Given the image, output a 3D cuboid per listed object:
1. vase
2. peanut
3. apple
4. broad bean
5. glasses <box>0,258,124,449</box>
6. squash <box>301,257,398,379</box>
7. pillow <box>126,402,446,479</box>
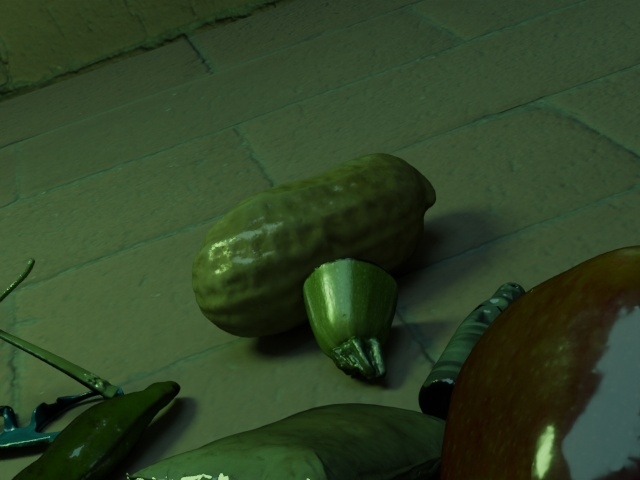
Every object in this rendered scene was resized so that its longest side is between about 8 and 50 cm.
[{"bbox_3d":[0.157,0.103,1.293,0.060,0.059,0.211,-4,25,29],"label":"vase"},{"bbox_3d":[0.003,0.000,1.526,0.340,0.158,0.174,-23,-7,-24],"label":"peanut"},{"bbox_3d":[0.221,0.152,0.865,0.288,0.288,0.316,-5,38,26],"label":"apple"},{"bbox_3d":[-0.244,0.222,1.301,0.077,0.061,0.339,-18,17,37],"label":"broad bean"},{"bbox_3d":[-0.332,0.132,1.468,0.239,0.206,0.102,-8,-12,17],"label":"glasses"},{"bbox_3d":[0.031,0.099,1.379,0.105,0.105,0.132,-12,42,12],"label":"squash"},{"bbox_3d":[0.002,0.181,1.098,0.185,0.074,0.302,0,1,29],"label":"pillow"}]
